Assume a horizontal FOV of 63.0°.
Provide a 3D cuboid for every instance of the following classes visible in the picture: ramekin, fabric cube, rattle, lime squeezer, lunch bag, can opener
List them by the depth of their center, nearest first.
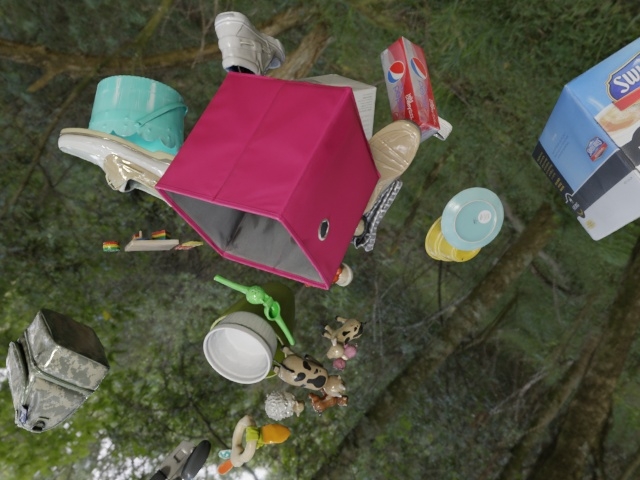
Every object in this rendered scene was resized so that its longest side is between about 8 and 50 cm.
[{"bbox_3d":[-0.073,-0.104,0.925,0.259,0.258,0.254,16,156,27],"label":"fabric cube"},{"bbox_3d":[-0.346,0.544,1.156,0.076,0.095,0.283,45,-150,2],"label":"can opener"},{"bbox_3d":[-0.172,0.194,1.509,0.310,0.059,0.110,42,127,-9],"label":"lime squeezer"},{"bbox_3d":[-0.225,0.304,1.527,0.207,0.109,0.207,8,121,14],"label":"ramekin"},{"bbox_3d":[-0.799,0.384,1.547,0.212,0.256,0.305,39,173,-40],"label":"lunch bag"},{"bbox_3d":[-0.205,0.619,1.565,0.143,0.199,0.130,6,-155,-44],"label":"rattle"}]

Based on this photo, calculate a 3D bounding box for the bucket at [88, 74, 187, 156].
[{"bbox_3d":[-0.514,-0.327,1.482,0.281,0.183,0.281,3,170,1],"label":"bucket"}]

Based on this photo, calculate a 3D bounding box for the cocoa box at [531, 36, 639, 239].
[{"bbox_3d":[0.548,-0.175,0.900,0.228,0.231,0.347,60,-173,15],"label":"cocoa box"}]

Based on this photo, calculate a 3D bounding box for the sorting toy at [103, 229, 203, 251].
[{"bbox_3d":[-0.493,-0.001,1.553,0.132,0.275,0.046,-19,74,60],"label":"sorting toy"}]

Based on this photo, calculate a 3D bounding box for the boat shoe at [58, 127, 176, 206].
[{"bbox_3d":[-0.419,-0.156,1.125,0.303,0.103,0.113,16,173,-5],"label":"boat shoe"}]

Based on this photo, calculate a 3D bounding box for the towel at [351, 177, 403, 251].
[{"bbox_3d":[0.116,-0.125,1.484,0.121,0.235,0.283,22,-158,-21],"label":"towel"}]

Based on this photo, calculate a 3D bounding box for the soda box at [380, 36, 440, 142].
[{"bbox_3d":[0.234,-0.393,1.371,0.092,0.263,0.083,9,154,-40],"label":"soda box"}]

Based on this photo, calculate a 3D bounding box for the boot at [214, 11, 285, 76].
[{"bbox_3d":[-0.152,-0.401,1.174,0.095,0.123,0.258,-5,178,23],"label":"boot"}]

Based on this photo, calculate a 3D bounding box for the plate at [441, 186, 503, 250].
[{"bbox_3d":[0.432,-0.056,1.471,0.188,0.188,0.024,48,-174,-20],"label":"plate"}]

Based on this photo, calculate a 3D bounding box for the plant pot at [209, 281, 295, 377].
[{"bbox_3d":[-0.201,0.280,1.840,0.275,0.293,0.274,9,123,14],"label":"plant pot"}]

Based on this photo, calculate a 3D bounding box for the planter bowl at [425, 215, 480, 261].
[{"bbox_3d":[0.461,0.003,1.707,0.217,0.217,0.090,55,-177,-42],"label":"planter bowl"}]

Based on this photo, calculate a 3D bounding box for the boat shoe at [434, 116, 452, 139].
[{"bbox_3d":[0.378,-0.420,1.870,0.184,0.063,0.066,30,169,-6],"label":"boat shoe"}]

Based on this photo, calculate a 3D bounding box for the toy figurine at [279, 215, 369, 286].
[{"bbox_3d":[0.000,0.000,1.319,0.148,0.213,0.210,-2,-157,-44],"label":"toy figurine"}]

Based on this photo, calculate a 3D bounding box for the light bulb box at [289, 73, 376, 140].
[{"bbox_3d":[-0.026,-0.335,1.746,0.225,0.358,0.360,34,132,42],"label":"light bulb box"}]

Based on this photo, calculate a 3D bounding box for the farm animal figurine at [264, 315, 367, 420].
[{"bbox_3d":[0.005,0.402,1.630,0.327,0.330,0.172,8,-174,-33],"label":"farm animal figurine"}]

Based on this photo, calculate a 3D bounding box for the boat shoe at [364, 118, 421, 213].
[{"bbox_3d":[0.138,-0.172,1.161,0.103,0.092,0.285,34,140,3],"label":"boat shoe"}]
